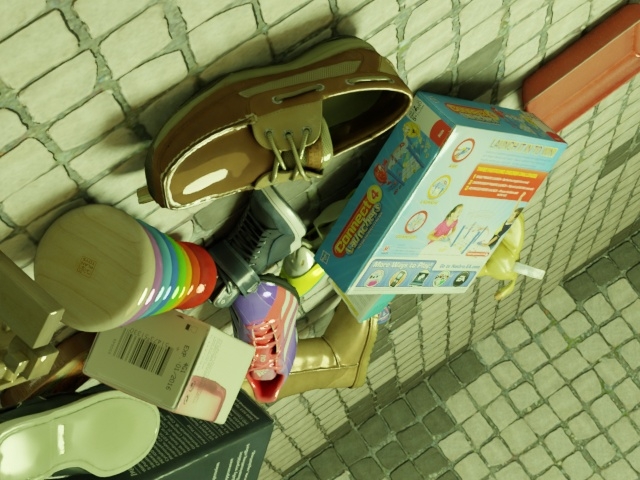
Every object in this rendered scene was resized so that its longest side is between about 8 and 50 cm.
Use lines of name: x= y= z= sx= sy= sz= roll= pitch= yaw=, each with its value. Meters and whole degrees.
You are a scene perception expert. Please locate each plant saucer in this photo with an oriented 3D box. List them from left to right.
plant saucer: x=0.428 y=-0.271 z=2.040 sx=0.259 sy=0.048 sz=0.258 roll=-36 pitch=163 yaw=3

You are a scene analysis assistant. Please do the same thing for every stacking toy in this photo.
stacking toy: x=-0.215 y=0.037 z=1.522 sx=0.141 sy=0.141 sz=0.330 roll=-38 pitch=170 yaw=9

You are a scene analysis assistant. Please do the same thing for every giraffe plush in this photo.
giraffe plush: x=0.319 y=-0.007 z=2.387 sx=0.181 sy=0.210 sz=0.170 roll=-54 pitch=-169 yaw=17

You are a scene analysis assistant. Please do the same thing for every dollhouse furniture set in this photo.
dollhouse furniture set: x=-0.334 y=0.084 z=1.402 sx=0.123 sy=0.144 sz=0.151 roll=-17 pitch=141 yaw=-59

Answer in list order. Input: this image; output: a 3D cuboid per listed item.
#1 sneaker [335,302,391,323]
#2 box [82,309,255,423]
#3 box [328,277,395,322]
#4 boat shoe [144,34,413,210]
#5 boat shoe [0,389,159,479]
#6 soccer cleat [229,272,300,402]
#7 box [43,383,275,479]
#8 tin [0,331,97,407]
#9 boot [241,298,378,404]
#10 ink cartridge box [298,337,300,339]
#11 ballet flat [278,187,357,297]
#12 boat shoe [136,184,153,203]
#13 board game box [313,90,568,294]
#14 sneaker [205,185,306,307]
sneaker: x=0.105 y=0.109 z=2.368 sx=0.083 sy=0.087 sz=0.221 roll=-27 pitch=161 yaw=-30
box: x=-0.205 y=0.166 z=1.751 sx=0.232 sy=0.148 sz=0.127 roll=46 pitch=65 yaw=-72
box: x=0.109 y=0.031 z=2.144 sx=0.060 sy=0.100 sz=0.244 roll=-23 pitch=159 yaw=-40
boat shoe: x=-0.036 y=-0.124 z=1.364 sx=0.324 sy=0.120 sz=0.122 roll=-32 pitch=140 yaw=-26
boat shoe: x=-0.364 y=0.268 z=1.741 sx=0.340 sy=0.113 sz=0.127 roll=-10 pitch=106 yaw=-56
soccer cleat: x=-0.086 y=0.147 z=1.926 sx=0.108 sy=0.116 sz=0.318 roll=3 pitch=154 yaw=4
box: x=-0.306 y=0.392 z=1.985 sx=0.395 sy=0.212 sz=0.293 roll=-19 pitch=137 yaw=-44
tin: x=-0.366 y=0.188 z=1.757 sx=0.189 sy=0.040 sz=0.106 roll=-39 pitch=167 yaw=13
boot: x=-0.036 y=0.188 z=2.261 sx=0.269 sy=0.089 sz=0.236 roll=-5 pitch=112 yaw=-26
ink cartridge box: x=-0.114 y=0.249 z=2.362 sx=0.180 sy=0.060 sz=0.104 roll=-31 pitch=163 yaw=-17
ballet flat: x=0.000 y=0.000 z=1.920 sx=0.231 sy=0.077 sz=0.077 roll=-42 pitch=141 yaw=14
boat shoe: x=-0.155 y=-0.084 z=1.414 sx=0.135 sy=0.045 sz=0.050 roll=-32 pitch=-169 yaw=-33
board game box: x=0.182 y=-0.060 z=1.876 sx=0.308 sy=0.086 sz=0.302 roll=3 pitch=126 yaw=-50
sneaker: x=-0.105 y=0.010 z=1.694 sx=0.163 sy=0.086 sz=0.226 roll=-35 pitch=165 yaw=-10
